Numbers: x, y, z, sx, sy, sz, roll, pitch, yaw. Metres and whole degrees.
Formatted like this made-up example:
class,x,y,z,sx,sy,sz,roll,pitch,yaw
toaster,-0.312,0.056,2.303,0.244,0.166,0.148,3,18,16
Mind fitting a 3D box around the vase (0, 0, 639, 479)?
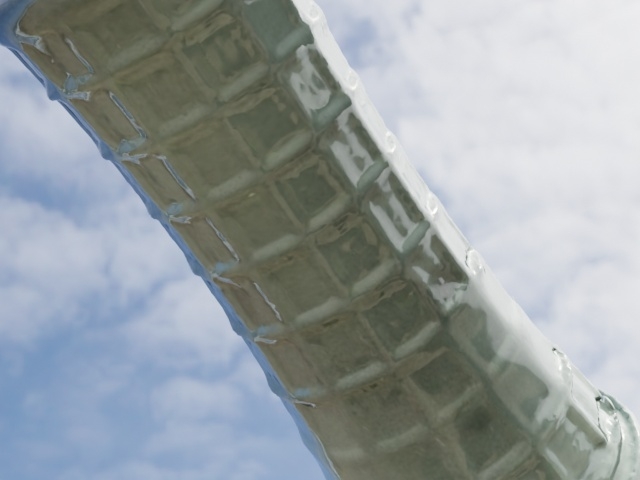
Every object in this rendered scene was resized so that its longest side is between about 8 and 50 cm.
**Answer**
class,x,y,z,sx,sy,sz,roll,pitch,yaw
vase,0.000,0.000,0.541,0.143,0.143,0.299,-26,-69,20
